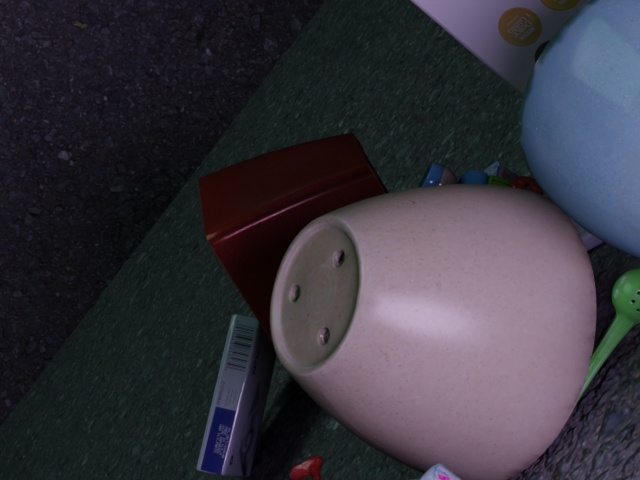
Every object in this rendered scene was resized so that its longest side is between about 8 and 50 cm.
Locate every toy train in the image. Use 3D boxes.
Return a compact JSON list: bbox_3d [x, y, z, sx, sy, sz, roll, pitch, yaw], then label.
[{"bbox_3d":[0.170,0.012,1.805,0.105,0.143,0.248,110,179,-48],"label":"toy train"}]

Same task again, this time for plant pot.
[{"bbox_3d":[0.354,-0.084,1.392,0.290,0.290,0.195,-48,37,20],"label":"plant pot"},{"bbox_3d":[0.000,0.000,2.122,0.236,0.267,0.267,-30,21,5],"label":"plant pot"}]

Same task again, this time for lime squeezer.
[{"bbox_3d":[0.338,0.035,1.554,0.310,0.059,0.110,-61,-14,-19],"label":"lime squeezer"}]

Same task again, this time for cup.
[{"bbox_3d":[0.090,0.080,1.590,0.331,0.237,0.331,-26,57,49],"label":"cup"}]

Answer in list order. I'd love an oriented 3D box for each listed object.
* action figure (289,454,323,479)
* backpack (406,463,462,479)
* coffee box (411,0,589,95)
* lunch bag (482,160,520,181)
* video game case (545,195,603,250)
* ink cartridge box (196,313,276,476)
[{"bbox_3d":[-0.023,0.382,1.748,0.139,0.091,0.280,-42,19,14],"label":"action figure"},{"bbox_3d":[0.127,0.290,1.379,0.115,0.182,0.152,-49,18,15],"label":"backpack"},{"bbox_3d":[0.339,-0.383,1.795,0.337,0.334,0.338,-42,15,36],"label":"coffee box"},{"bbox_3d":[0.224,-0.051,1.944,0.083,0.071,0.053,-33,31,43],"label":"lunch bag"},{"bbox_3d":[0.334,-0.067,1.773,0.212,0.023,0.193,-34,27,49],"label":"video game case"},{"bbox_3d":[-0.105,0.224,2.141,0.224,0.045,0.223,40,-117,-78],"label":"ink cartridge box"}]
